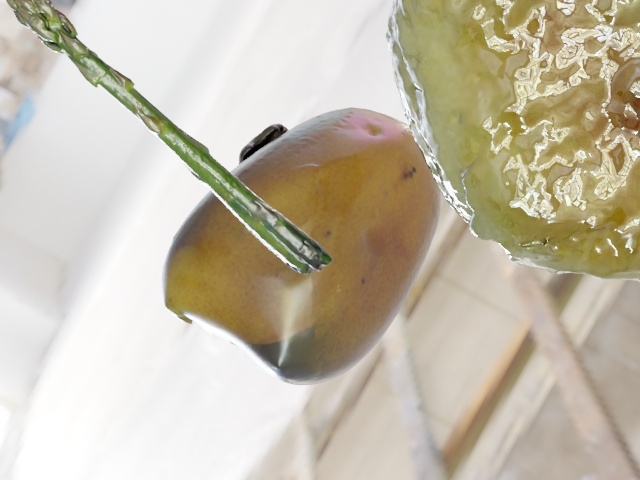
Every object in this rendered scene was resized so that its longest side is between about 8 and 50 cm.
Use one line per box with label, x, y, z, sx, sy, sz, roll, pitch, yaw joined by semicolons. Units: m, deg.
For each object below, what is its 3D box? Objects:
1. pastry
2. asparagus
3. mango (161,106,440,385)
pastry;0.192;-0.124;1.010;0.329;0.330;0.136;-59;-170;9
asparagus;-0.084;-0.061;1.010;0.022;0.233;0.023;-46;-167;5
mango;0.000;0.000;1.651;0.153;0.201;0.287;3;-136;38
